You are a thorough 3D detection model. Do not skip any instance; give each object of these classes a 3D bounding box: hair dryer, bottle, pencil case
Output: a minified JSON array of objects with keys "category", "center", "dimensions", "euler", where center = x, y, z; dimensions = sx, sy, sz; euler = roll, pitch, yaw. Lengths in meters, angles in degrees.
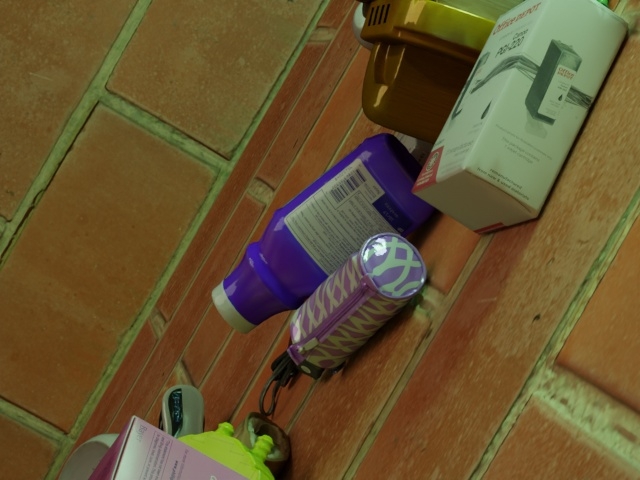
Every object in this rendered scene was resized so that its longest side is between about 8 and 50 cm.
[{"category":"hair dryer","center":[-0.009,0.061,2.178],"dimensions":[0.294,0.080,0.223],"euler":[-65,11,-25]},{"category":"bottle","center":[0.000,0.000,2.023],"dimensions":[0.283,0.118,0.092],"euler":[-39,4,17]},{"category":"pencil case","center":[0.035,0.069,1.932],"dimensions":[0.088,0.086,0.206],"euler":[-25,-15,-37]}]

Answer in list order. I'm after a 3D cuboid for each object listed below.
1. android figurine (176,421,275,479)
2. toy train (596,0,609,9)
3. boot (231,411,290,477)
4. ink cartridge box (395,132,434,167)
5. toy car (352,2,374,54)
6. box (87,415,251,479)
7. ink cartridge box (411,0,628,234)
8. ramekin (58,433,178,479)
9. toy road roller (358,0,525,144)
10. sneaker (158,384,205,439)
[{"category":"android figurine","center":[-0.143,0.317,1.883],"dimensions":[0.248,0.056,0.273],"euler":[9,62,41]},{"category":"toy train","center":[0.282,-0.233,1.792],"dimensions":[0.023,0.017,0.083],"euler":[-40,21,35]},{"category":"boot","center":[-0.149,0.331,1.987],"dimensions":[0.269,0.089,0.236],"euler":[-48,11,10]},{"category":"ink cartridge box","center":[0.108,-0.085,2.099],"dimensions":[0.088,0.052,0.122],"euler":[-57,10,18]},{"category":"toy car","center":[0.145,-0.283,2.274],"dimensions":[0.182,0.159,0.136],"euler":[-56,46,17]},{"category":"box","center":[-0.128,0.318,1.616],"dimensions":[0.213,0.243,0.117],"euler":[-53,13,30]},{"category":"ink cartridge box","center":[0.194,-0.127,1.723],"dimensions":[0.218,0.092,0.158],"euler":[-61,11,-14]},{"category":"ramekin","center":[-0.254,0.342,2.248],"dimensions":[0.207,0.109,0.207],"euler":[-22,61,46]},{"category":"toy road roller","center":[0.131,-0.231,2.015],"dimensions":[0.329,0.202,0.241],"euler":[-159,88,-77]},{"category":"sneaker","center":[-0.191,0.316,2.395],"dimensions":[0.121,0.079,0.217],"euler":[100,177,-51]}]
